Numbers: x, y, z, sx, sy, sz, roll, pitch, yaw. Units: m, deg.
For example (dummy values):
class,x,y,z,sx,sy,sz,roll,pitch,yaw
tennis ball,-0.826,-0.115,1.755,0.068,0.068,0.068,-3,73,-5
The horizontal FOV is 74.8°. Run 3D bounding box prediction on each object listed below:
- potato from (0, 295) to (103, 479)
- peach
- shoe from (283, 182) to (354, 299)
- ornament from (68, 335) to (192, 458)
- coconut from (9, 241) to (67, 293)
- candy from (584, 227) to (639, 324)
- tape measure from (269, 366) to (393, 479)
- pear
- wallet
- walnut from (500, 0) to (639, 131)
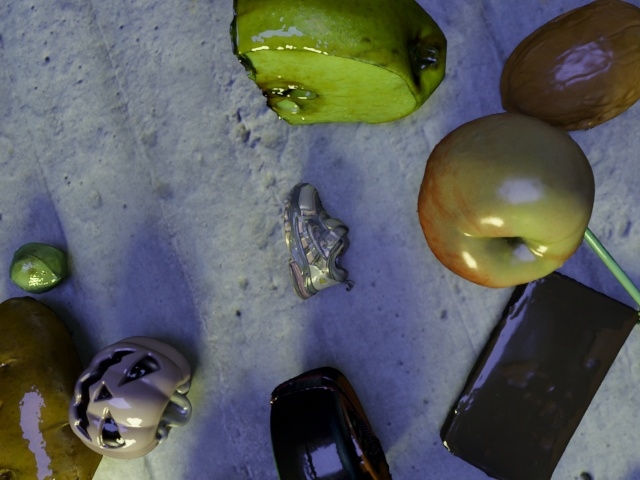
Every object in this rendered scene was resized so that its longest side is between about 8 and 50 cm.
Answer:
class,x,y,z,sx,sy,sz,roll,pitch,yaw
potato,-0.472,0.267,0.699,0.177,0.195,0.368,-13,77,-25
peach,0.230,-0.062,0.541,0.233,0.232,0.232,0,90,11
shoe,0.000,0.000,0.636,0.093,0.089,0.179,-4,92,12
ornament,-0.281,0.242,0.648,0.178,0.177,0.177,0,90,11
coconut,-0.491,0.049,0.733,0.096,0.088,0.087,18,94,18
candy,0.425,0.101,0.538,0.091,0.083,0.305,-43,94,-20
tape measure,0.012,0.289,0.579,0.135,0.202,0.222,-25,91,7
pear,0.037,-0.262,0.553,0.256,0.238,0.163,4,85,12
wallet,0.307,0.201,0.602,0.166,0.042,0.309,26,95,8
walnut,0.361,-0.239,0.568,0.212,0.087,0.167,-26,89,10
